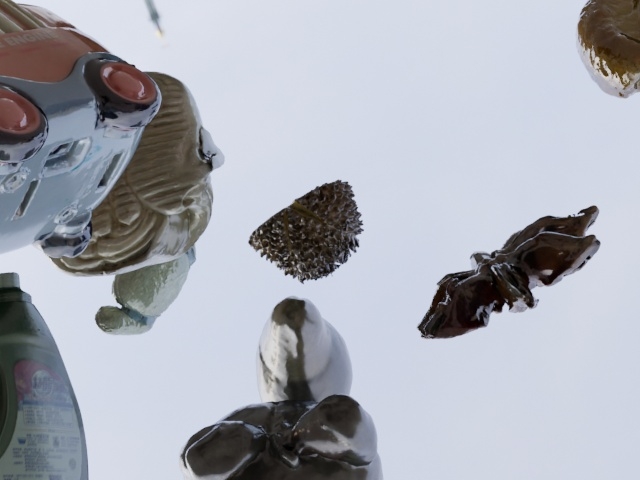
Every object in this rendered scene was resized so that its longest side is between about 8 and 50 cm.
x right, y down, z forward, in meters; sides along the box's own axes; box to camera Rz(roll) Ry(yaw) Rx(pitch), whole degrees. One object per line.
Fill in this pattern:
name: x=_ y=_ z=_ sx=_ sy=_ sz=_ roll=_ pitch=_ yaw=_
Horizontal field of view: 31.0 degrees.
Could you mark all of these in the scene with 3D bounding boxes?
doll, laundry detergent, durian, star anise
doll: x=-0.240 y=0.050 z=1.634 sx=0.071 sy=0.103 sz=0.214 roll=-8 pitch=-132 yaw=53
laundry detergent: x=-0.241 y=0.125 z=0.869 sx=0.063 sy=0.137 sz=0.211 roll=-21 pitch=-110 yaw=38
durian: x=0.000 y=0.000 z=1.393 sx=0.148 sy=0.188 sz=0.091 roll=-36 pitch=-103 yaw=17
star anise: x=0.215 y=0.051 z=1.373 sx=0.288 sy=0.088 sz=0.288 roll=-31 pitch=-178 yaw=1
doll: x=-0.054 y=0.234 z=1.369 sx=0.252 sy=0.382 sz=0.378 roll=-16 pitch=-123 yaw=-6

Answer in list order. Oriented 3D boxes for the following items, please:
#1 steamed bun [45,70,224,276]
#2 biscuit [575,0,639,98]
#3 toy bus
steamed bun: x=-0.205 y=-0.059 z=1.278 sx=0.211 sy=0.144 sz=0.218 roll=-23 pitch=-114 yaw=2
biscuit: x=0.414 y=-0.261 z=1.321 sx=0.274 sy=0.091 sz=0.213 roll=-26 pitch=-142 yaw=-11
toy bus: x=-0.292 y=-0.105 z=0.975 sx=0.232 sy=0.194 sz=0.288 roll=48 pitch=-143 yaw=14
